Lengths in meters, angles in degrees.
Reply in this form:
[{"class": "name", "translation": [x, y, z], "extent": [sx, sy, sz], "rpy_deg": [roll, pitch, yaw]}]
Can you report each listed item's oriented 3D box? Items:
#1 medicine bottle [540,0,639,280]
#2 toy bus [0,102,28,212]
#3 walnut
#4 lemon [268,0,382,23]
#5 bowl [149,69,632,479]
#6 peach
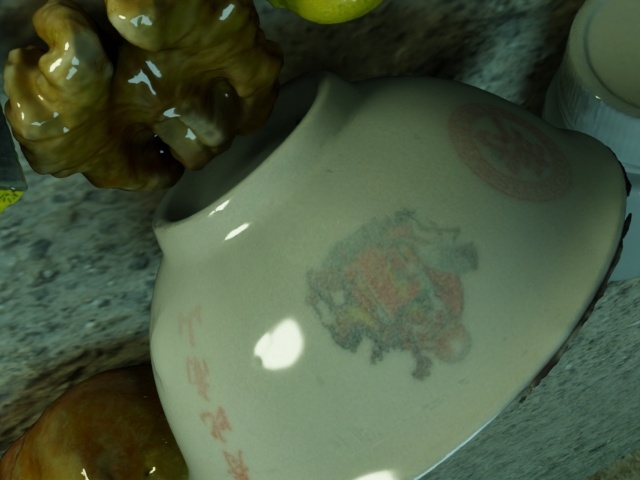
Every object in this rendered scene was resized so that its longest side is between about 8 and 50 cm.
[{"class": "medicine bottle", "translation": [0.233, -0.076, 0.900], "extent": [0.144, 0.144, 0.252], "rpy_deg": [-25, 157, -5]}, {"class": "toy bus", "translation": [-0.248, -0.043, 0.546], "extent": [0.226, 0.081, 0.074], "rpy_deg": [2, 144, -48]}, {"class": "walnut", "translation": [-0.095, -0.087, 0.632], "extent": [0.143, 0.069, 0.170], "rpy_deg": [-31, 158, 2]}, {"class": "lemon", "translation": [0.006, -0.145, 0.628], "extent": [0.083, 0.062, 0.062], "rpy_deg": [-21, 159, 20]}, {"class": "bowl", "translation": [0.000, 0.000, 0.733], "extent": [0.345, 0.345, 0.157], "rpy_deg": [-36, 110, 19]}, {"class": "peach", "translation": [-0.172, 0.210, 1.015], "extent": [0.235, 0.214, 0.214], "rpy_deg": [-13, 158, 11]}]
